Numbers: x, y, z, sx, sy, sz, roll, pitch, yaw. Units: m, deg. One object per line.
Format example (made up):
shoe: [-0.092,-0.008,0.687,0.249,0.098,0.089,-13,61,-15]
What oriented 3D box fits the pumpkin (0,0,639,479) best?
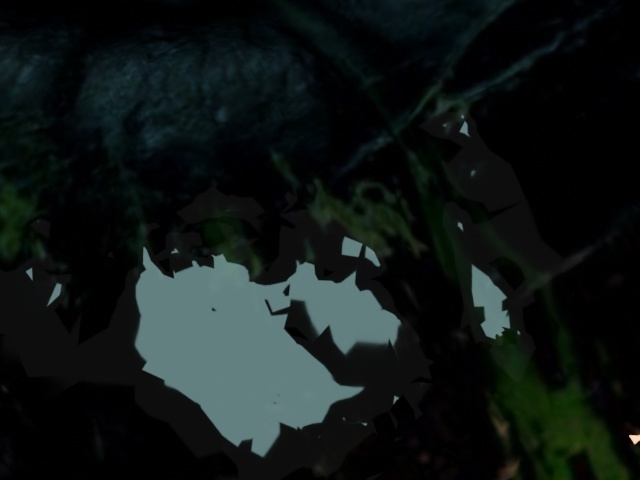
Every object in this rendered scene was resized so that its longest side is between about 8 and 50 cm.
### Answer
pumpkin: [0.000,0.000,0.471,0.315,0.315,0.238,-7,121,15]
